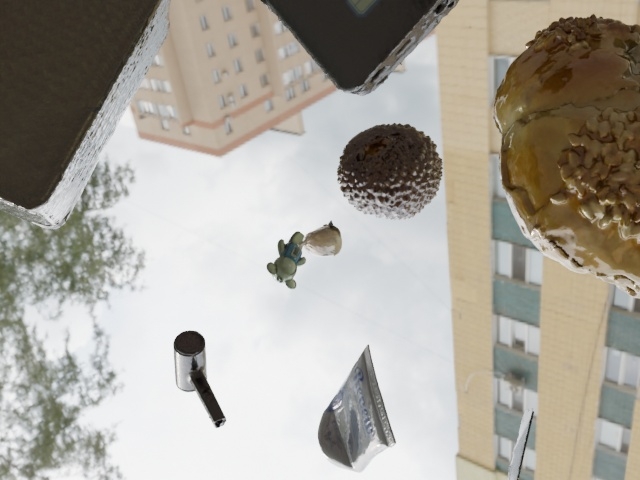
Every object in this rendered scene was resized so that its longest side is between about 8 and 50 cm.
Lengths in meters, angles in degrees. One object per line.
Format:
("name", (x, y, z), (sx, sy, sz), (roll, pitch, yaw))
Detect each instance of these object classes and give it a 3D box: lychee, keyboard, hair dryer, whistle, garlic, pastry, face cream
("lychee", (0.182, -0.165, 1.717), (0.267, 0.267, 0.267), (-7, -148, 4))
("keyboard", (0.452, 0.477, 1.520), (0.015, 0.074, 0.196), (18, -109, 3))
("hair dryer", (-0.308, 0.380, 1.770), (0.089, 0.197, 0.251), (-20, -127, -26))
("whistle", (-0.097, 0.053, 2.069), (0.077, 0.114, 0.236), (-41, -163, 36))
("garlic", (0.005, 0.006, 1.342), (0.084, 0.066, 0.152), (-28, -177, 1))
("pastry", (0.300, -0.099, 0.643), (0.255, 0.162, 0.311), (5, -129, -8))
("face cream", (0.094, 0.449, 1.673), (0.137, 0.420, 0.235), (-3, -122, -17))

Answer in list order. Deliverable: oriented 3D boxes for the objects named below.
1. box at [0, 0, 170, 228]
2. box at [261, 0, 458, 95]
("box", (-0.273, -0.171, 0.629), (0.273, 0.184, 0.143), (-66, -168, -13))
("box", (0.078, -0.500, 1.267), (0.350, 0.359, 0.091), (52, -157, 14))
